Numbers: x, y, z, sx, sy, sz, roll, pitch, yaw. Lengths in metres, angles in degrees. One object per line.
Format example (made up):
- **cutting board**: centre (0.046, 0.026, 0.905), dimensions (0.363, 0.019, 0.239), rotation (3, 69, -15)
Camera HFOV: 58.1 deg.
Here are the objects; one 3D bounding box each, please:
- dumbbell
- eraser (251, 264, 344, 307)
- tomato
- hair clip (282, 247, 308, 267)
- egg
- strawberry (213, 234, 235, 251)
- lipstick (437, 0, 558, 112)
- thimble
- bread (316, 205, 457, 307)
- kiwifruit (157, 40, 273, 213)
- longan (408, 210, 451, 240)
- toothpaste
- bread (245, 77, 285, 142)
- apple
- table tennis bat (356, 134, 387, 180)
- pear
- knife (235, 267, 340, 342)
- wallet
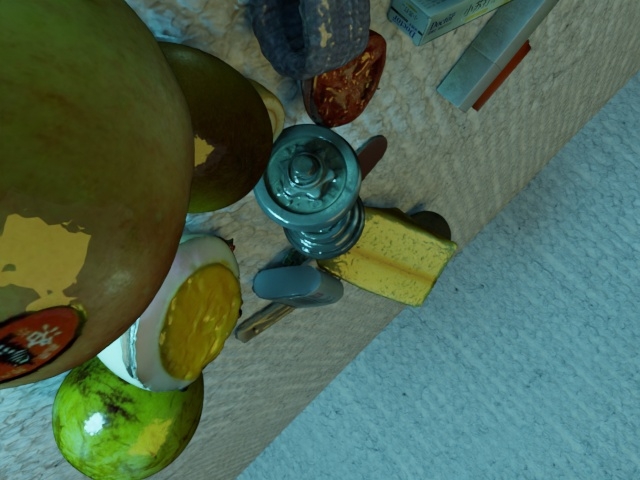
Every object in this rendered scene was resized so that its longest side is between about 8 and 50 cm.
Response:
- **dumbbell**: centre (-0.008, -0.073, 1.051), dimensions (0.179, 0.179, 0.406), rotation (-42, 168, -4)
- **eraser**: centre (-0.051, 0.121, 1.463), dimensions (0.173, 0.081, 0.227), rotation (-6, 168, 15)
- **tomato**: centre (0.019, -0.263, 0.926), dimensions (0.166, 0.082, 0.174), rotation (-32, 154, -30)
- **hair clip**: centre (-0.001, -0.001, 1.438), dimensions (0.229, 0.036, 0.066), rotation (-34, 134, 3)
- **egg**: centre (-0.270, 0.105, 0.986), dimensions (0.286, 0.174, 0.265), rotation (-46, 140, -40)
- **strawberry**: centre (-0.216, 0.037, 1.123), dimensions (0.104, 0.048, 0.152), rotation (-35, 168, -40)
- **lipstick**: centre (0.414, -0.461, 1.288), dimensions (0.372, 0.076, 0.079), rotation (-52, 159, 20)
- **thimble**: centre (-0.015, -0.284, 0.729), dimensions (0.097, 0.150, 0.150), rotation (-30, 156, -31)
- **bread**: centre (0.169, 0.044, 1.578), dimensions (0.361, 0.244, 0.233), rotation (4, 118, -60)
- **kiwifruit**: centre (-0.165, -0.131, 0.686), dimensions (0.196, 0.196, 0.234), rotation (-47, 155, 9)
- **longan**: centre (0.338, -0.016, 1.897), dimensions (0.187, 0.167, 0.167), rotation (-5, 139, -40)
- **toothpaste**: centre (0.258, -0.442, 1.020), dimensions (0.312, 0.089, 0.071), rotation (-33, 162, -28)
- **bread**: centre (-0.128, -0.169, 0.860), dimensions (0.149, 0.073, 0.122), rotation (-47, 154, 2)
- **apple**: centre (-0.269, -0.062, 0.426), dimensions (0.338, 0.338, 0.305), rotation (-46, 145, 5)
- **table tennis bat**: centre (0.073, -0.149, 1.341), dimensions (0.234, 0.022, 0.131), rotation (-48, 160, 7)
- **pear**: centre (-0.358, 0.309, 1.094), dimensions (0.283, 0.283, 0.284), rotation (-37, 159, -17)
- **knife**: centre (-0.090, 0.169, 1.626), dimensions (0.365, 0.043, 0.089), rotation (-33, 124, -21)
- **wallet**: centre (0.439, -0.425, 1.451), dimensions (0.204, 0.045, 0.142), rotation (-51, 161, 20)
